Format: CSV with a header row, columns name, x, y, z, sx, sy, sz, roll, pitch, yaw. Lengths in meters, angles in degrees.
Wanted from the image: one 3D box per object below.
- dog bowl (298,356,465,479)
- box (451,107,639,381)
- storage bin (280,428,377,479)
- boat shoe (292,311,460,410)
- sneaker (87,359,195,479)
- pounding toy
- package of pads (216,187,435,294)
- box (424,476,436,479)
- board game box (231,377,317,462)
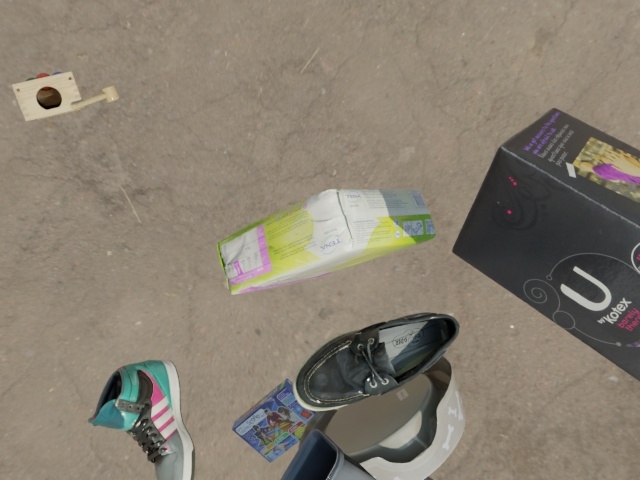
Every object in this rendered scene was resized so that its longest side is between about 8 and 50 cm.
name,x,y,z,sx,sy,sz,roll,pitch,yaw
dog bowl,0.130,0.368,1.112,0.349,0.349,0.102,-33,99,-9
box,0.311,0.002,0.610,0.270,0.165,0.143,37,49,24
storage bin,0.009,0.329,0.709,0.091,0.098,0.135,35,81,-25
boat shoe,0.115,0.212,1.016,0.340,0.113,0.127,-12,78,-24
sneaker,-0.356,0.367,1.092,0.178,0.124,0.295,15,42,-44
pounding toy,-0.572,-0.340,1.259,0.206,0.181,0.094,-19,108,-16
package of pads,0.000,0.000,0.905,0.229,0.297,0.101,-6,78,-48
box,0.106,0.663,0.997,0.097,0.318,0.395,25,42,8
board game box,-0.103,0.444,1.367,0.136,0.035,0.201,44,112,-8
